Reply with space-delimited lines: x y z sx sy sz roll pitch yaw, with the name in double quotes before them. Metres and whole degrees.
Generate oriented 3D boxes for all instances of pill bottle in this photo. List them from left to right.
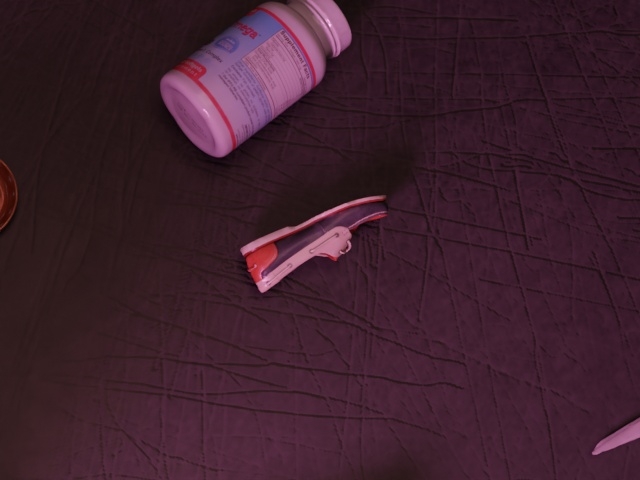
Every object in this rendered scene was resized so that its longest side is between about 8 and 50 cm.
"pill bottle" -0.053 -0.150 1.361 0.160 0.087 0.087 -39 84 -19

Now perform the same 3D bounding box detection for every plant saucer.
"plant saucer" -0.297 -0.037 1.321 0.084 0.013 0.083 3 73 -10

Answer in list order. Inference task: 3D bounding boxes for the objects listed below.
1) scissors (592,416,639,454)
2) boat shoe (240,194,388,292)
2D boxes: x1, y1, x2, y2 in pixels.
"scissors" 0.374 0.129 1.396 0.297 0.021 0.109 -39 86 -20
"boat shoe" 0.000 0.000 1.349 0.137 0.049 0.043 -23 83 -14
